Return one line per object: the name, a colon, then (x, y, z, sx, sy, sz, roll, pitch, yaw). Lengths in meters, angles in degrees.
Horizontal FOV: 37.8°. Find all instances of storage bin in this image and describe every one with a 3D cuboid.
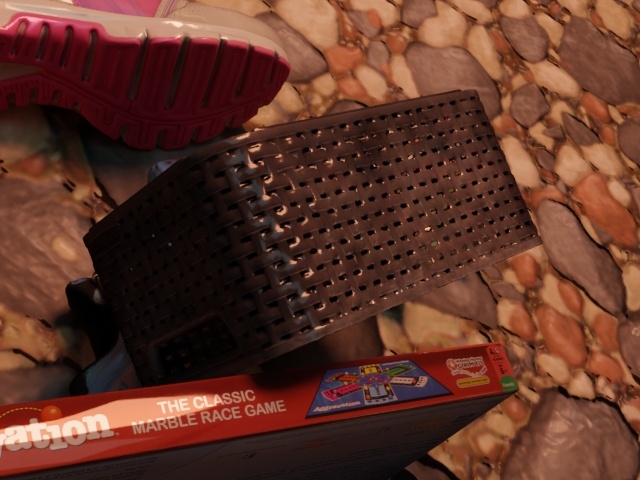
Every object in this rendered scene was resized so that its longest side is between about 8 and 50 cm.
storage bin: (0.000, 0.000, 0.432, 0.180, 0.122, 0.084, -17, 83, -43)

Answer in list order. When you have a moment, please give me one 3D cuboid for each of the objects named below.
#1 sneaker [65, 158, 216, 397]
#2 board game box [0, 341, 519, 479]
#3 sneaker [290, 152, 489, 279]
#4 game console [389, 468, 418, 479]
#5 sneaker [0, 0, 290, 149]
sneaker: (-0.092, 0.019, 0.483, 0.073, 0.063, 0.162, 14, 51, -17)
board game box: (-0.067, 0.096, 0.381, 0.281, 0.145, 0.027, -2, 59, -33)
sneaker: (0.037, -0.004, 0.572, 0.192, 0.064, 0.086, -19, 63, -42)
game console: (0.052, 0.195, 0.466, 0.107, 0.071, 0.122, -43, 87, -13)
sneaker: (-0.136, -0.129, 0.539, 0.252, 0.103, 0.111, 5, 56, -29)
